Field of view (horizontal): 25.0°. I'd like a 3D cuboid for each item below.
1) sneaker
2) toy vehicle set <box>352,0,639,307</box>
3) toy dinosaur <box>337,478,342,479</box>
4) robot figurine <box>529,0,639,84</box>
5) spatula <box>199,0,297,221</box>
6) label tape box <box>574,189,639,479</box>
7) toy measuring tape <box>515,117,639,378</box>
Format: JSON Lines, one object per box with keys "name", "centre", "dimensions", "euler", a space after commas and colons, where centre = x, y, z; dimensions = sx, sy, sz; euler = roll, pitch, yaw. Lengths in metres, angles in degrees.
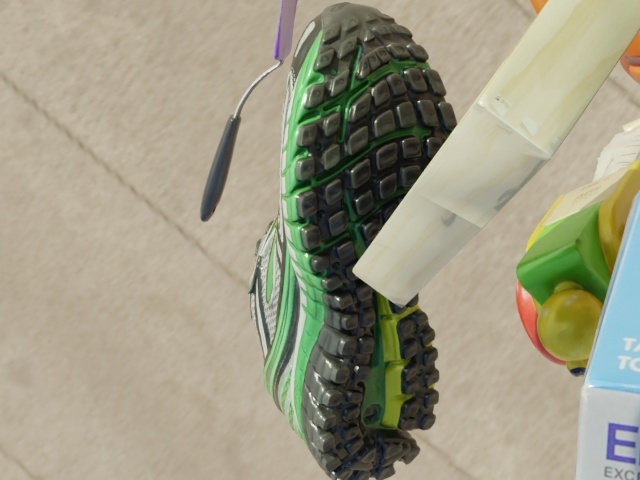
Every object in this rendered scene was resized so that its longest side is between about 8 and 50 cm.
{"name": "sneaker", "centre": [0.000, 0.000, 1.013], "dimensions": [0.146, 0.134, 0.343], "euler": [33, 127, 47]}
{"name": "toy vehicle set", "centre": [0.097, -0.070, 0.687], "dimensions": [0.035, 0.166, 0.267], "euler": [36, 163, 2]}
{"name": "toy dinosaur", "centre": [0.082, 0.209, 0.866], "dimensions": [0.183, 0.053, 0.092], "euler": [45, 150, 15]}
{"name": "robot figurine", "centre": [0.211, -0.176, 0.861], "dimensions": [0.128, 0.158, 0.219], "euler": [-13, 122, 47]}
{"name": "spatula", "centre": [-0.077, -0.154, 1.597], "dimensions": [0.030, 0.084, 0.296], "euler": [26, 105, 4]}
{"name": "label tape box", "centre": [0.210, 0.105, 0.463], "dimensions": [0.249, 0.115, 0.347], "euler": [6, 106, 21]}
{"name": "toy measuring tape", "centre": [0.207, 0.010, 0.953], "dimensions": [0.121, 0.330, 0.121], "euler": [9, 114, 21]}
